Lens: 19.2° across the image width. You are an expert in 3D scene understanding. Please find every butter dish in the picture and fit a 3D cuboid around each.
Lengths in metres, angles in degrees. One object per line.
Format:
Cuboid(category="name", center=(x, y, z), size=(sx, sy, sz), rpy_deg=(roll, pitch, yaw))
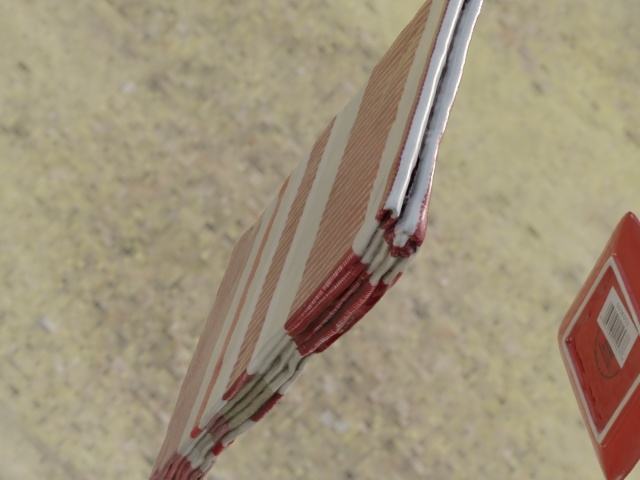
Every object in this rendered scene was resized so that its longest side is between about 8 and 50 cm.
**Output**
Cuboid(category="butter dish", center=(0.266, 0.084, 1.438), size=(0.118, 0.160, 0.160), rpy_deg=(3, 46, -19))

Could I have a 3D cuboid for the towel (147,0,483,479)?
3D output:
Cuboid(category="towel", center=(0.000, 0.000, 1.156), size=(0.037, 0.329, 0.237), rpy_deg=(28, 47, -11))
